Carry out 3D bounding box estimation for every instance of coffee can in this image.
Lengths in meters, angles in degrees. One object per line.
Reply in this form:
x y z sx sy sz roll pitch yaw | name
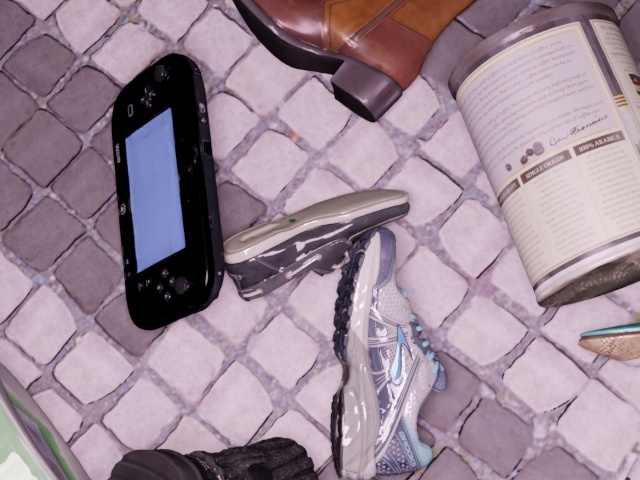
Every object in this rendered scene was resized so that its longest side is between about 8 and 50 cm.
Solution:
0.282 -0.090 1.180 0.201 0.201 0.275 -20 73 2 | coffee can

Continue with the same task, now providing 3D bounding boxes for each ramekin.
-0.343 0.260 1.125 0.148 0.303 0.303 -35 73 -10 | ramekin

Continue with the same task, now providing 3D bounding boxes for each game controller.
-0.187 -0.057 1.274 0.166 0.067 0.319 -21 68 35 | game controller

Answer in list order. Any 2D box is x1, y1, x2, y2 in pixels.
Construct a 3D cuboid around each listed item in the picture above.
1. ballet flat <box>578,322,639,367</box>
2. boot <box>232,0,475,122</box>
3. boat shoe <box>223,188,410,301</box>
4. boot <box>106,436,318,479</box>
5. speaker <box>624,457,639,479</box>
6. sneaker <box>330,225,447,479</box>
0.392 0.113 1.183 0.206 0.073 0.067 -13 88 7 | ballet flat
0.057 -0.326 1.330 0.264 0.096 0.280 36 82 15 | boot
0.000 0.000 1.270 0.233 0.084 0.079 -22 109 -6 | boat shoe
-0.141 0.363 1.096 0.131 0.260 0.348 30 95 29 | boot
0.332 0.302 1.144 0.055 0.055 0.136 29 81 14 | speaker
0.078 0.126 1.210 0.122 0.110 0.283 4 85 -9 | sneaker
